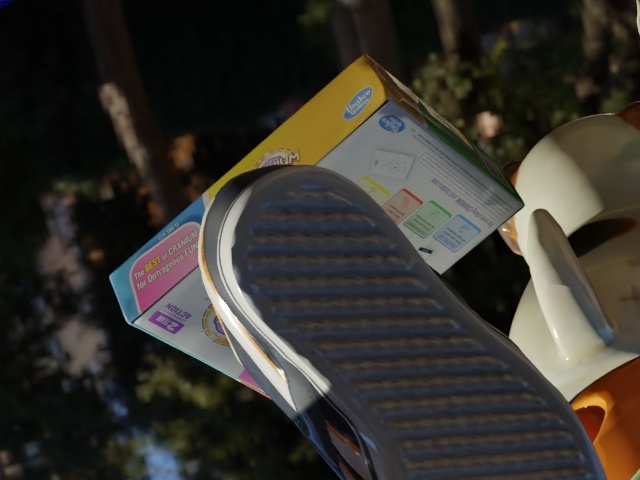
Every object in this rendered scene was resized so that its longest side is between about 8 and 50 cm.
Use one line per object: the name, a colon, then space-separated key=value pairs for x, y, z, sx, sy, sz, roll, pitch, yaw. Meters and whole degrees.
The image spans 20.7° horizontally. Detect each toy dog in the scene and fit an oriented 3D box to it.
toy dog: x=0.284 y=0.052 z=1.720 sx=0.284 sy=0.395 sz=0.408 roll=-36 pitch=-149 yaw=28

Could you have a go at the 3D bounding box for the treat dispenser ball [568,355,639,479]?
treat dispenser ball: x=0.270 y=0.210 z=1.172 sx=0.288 sy=0.288 sz=0.288 roll=-14 pitch=-168 yaw=3

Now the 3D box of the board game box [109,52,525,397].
board game box: x=0.000 y=0.000 z=1.621 sx=0.316 sy=0.242 sz=0.064 roll=-40 pitch=-131 yaw=14

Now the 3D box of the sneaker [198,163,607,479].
sneaker: x=0.050 y=0.086 z=0.977 sx=0.126 sy=0.321 sz=0.127 roll=-37 pitch=-164 yaw=-11

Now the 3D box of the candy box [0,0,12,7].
candy box: x=-0.217 y=-0.314 z=0.869 sx=0.122 sy=0.317 sz=0.268 roll=-34 pitch=165 yaw=-37

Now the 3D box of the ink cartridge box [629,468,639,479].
ink cartridge box: x=0.202 y=0.171 z=0.774 sx=0.209 sy=0.109 sz=0.062 roll=20 pitch=-152 yaw=-33

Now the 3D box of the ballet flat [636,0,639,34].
ballet flat: x=0.338 y=-0.232 z=1.645 sx=0.086 sy=0.248 sz=0.086 roll=-11 pitch=-129 yaw=14
